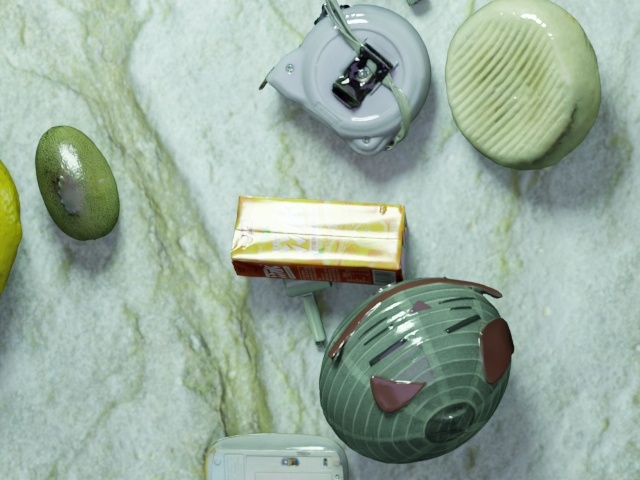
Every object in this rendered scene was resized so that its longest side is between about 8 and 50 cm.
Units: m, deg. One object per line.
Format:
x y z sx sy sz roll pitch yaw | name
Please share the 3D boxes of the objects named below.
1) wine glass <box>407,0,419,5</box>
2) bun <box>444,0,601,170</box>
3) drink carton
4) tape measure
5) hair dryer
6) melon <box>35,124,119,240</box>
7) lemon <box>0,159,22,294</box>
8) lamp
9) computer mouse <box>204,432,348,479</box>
0.109 -0.344 1.686 0.042 0.039 0.083 -24 99 7 | wine glass
0.264 -0.203 1.651 0.222 0.127 0.222 14 117 30 | bun
0.000 0.000 1.713 0.223 0.071 0.096 3 69 7 | drink carton
0.047 -0.217 1.676 0.196 0.105 0.178 33 100 2 | tape measure
-0.006 0.093 1.764 0.063 0.038 0.124 -14 102 8 | hair dryer
-0.326 -0.077 1.743 0.099 0.099 0.162 -20 94 9 | melon
-0.518 -0.013 1.698 0.261 0.260 0.284 -3 79 7 | lemon
0.126 0.166 1.655 0.265 0.233 0.233 -29 94 -7 | lamp
-0.060 0.318 1.795 0.199 0.045 0.102 -1 97 7 | computer mouse
